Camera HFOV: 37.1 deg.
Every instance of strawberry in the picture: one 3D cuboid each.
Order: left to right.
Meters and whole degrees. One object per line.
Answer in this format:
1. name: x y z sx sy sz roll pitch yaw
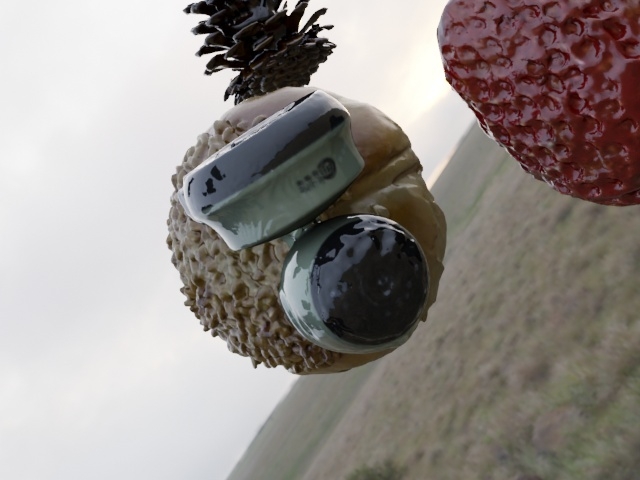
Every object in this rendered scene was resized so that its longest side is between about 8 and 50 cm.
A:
1. strawberry: 0.310 -0.201 1.077 0.292 0.310 0.291 -48 -13 -15

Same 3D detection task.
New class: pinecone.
1. pinecone: -0.119 -0.381 1.661 0.246 0.292 0.246 -36 -2 -1

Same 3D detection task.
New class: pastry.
1. pastry: -0.031 -0.008 1.297 0.245 0.409 0.409 -14 -40 -59

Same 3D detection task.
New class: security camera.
1. security camera: 0.000 0.000 1.026 0.197 0.277 0.191 -37 12 -22
